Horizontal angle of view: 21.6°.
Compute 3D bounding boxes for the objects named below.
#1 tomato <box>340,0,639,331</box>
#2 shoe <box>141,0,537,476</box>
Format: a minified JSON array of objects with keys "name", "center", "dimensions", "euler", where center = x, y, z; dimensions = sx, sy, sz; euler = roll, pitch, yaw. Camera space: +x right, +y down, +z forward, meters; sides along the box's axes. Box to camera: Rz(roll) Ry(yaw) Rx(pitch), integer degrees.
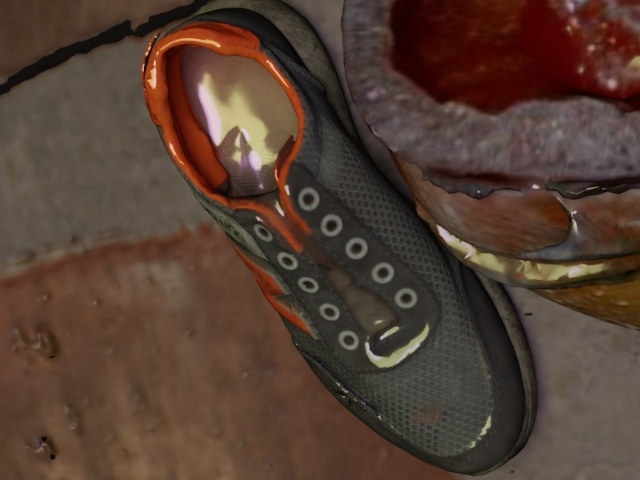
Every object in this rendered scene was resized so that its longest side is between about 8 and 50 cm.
[{"name":"tomato","center":[0.129,-0.039,0.487],"dimensions":[0.214,0.155,0.180],"euler":[2,61,21]},{"name":"shoe","center":[0.001,0.001,0.574],"dimensions":[0.074,0.077,0.194],"euler":[-34,86,17]}]
